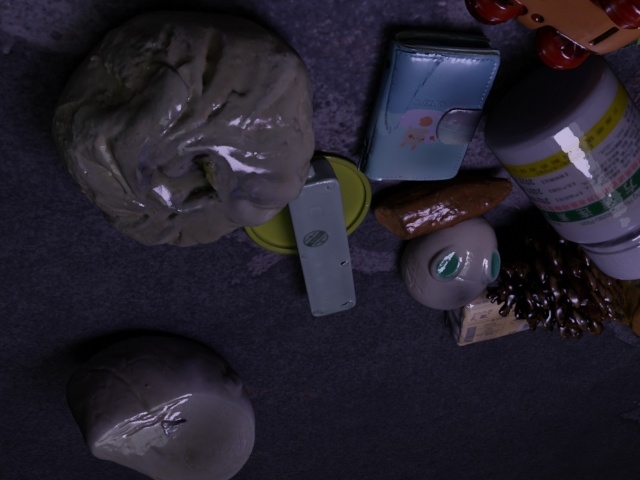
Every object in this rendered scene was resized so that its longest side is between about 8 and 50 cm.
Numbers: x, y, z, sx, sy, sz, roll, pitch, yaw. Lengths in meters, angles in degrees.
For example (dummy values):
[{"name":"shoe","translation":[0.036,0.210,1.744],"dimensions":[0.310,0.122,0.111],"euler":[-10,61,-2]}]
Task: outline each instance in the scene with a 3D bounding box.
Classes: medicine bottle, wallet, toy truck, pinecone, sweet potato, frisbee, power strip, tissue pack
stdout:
[{"name":"medicine bottle","translation":[0.437,-0.107,1.118],"dimensions":[0.208,0.208,0.339],"euler":[-37,115,21]},{"name":"wallet","translation":[0.164,-0.202,1.094],"dimensions":[0.176,0.075,0.251],"euler":[-1,137,-13]},{"name":"toy truck","translation":[0.340,-0.371,0.904],"dimensions":[0.264,0.239,0.189],"euler":[29,162,-13]},{"name":"pinecone","translation":[0.456,0.064,1.347],"dimensions":[0.257,0.244,0.244],"euler":[12,148,28]},{"name":"sweet potato","translation":[0.222,-0.062,1.253],"dimensions":[0.251,0.097,0.097],"euler":[-13,139,-3]},{"name":"frisbee","translation":[-0.024,-0.060,1.227],"dimensions":[0.235,0.017,0.236],"euler":[-10,138,-9]},{"name":"power strip","translation":[0.000,0.000,1.241],"dimensions":[0.091,0.062,0.385],"euler":[-15,139,-4]},{"name":"tissue pack","translation":[0.390,0.141,1.535],"dimensions":[0.222,0.090,0.186],"euler":[-13,142,-3]}]

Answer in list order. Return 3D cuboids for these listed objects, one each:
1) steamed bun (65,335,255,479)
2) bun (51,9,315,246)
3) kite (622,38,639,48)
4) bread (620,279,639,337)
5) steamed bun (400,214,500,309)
[{"name":"steamed bun","translation":[-0.282,0.315,1.387],"dimensions":[0.236,0.247,0.383],"euler":[-51,132,6]},{"name":"bun","translation":[-0.168,-0.132,0.951],"dimensions":[0.359,0.211,0.360],"euler":[-9,139,-8]},{"name":"kite","translation":[0.484,-0.331,1.115],"dimensions":[0.122,0.004,0.090],"euler":[26,124,-38]},{"name":"bread","translation":[0.733,0.089,1.515],"dimensions":[0.162,0.204,0.262],"euler":[15,126,-36]},{"name":"steamed bun","translation":[0.255,0.049,1.358],"dimensions":[0.177,0.131,0.228],"euler":[5,136,-20]}]
